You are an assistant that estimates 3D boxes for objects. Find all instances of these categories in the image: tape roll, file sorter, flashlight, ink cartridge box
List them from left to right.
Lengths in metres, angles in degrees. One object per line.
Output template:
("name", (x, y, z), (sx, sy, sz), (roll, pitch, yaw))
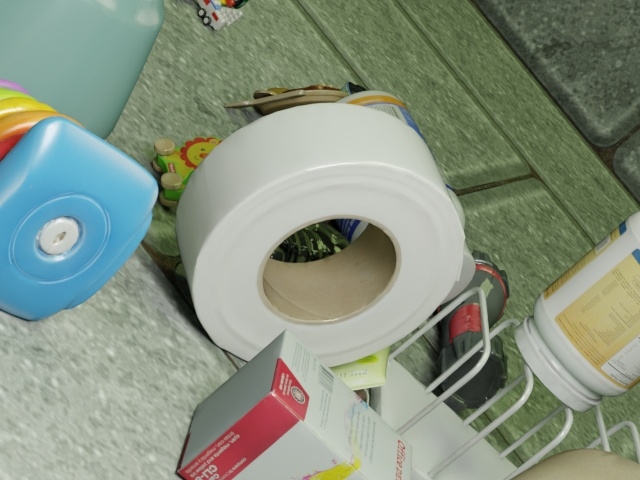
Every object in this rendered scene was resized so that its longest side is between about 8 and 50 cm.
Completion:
("ink cartridge box", (-0.018, 0.201, 1.675), (0.176, 0.127, 0.128), (43, 20, -13))
("tape roll", (0.000, 0.000, 1.851), (0.286, 0.286, 0.100), (32, 25, -37))
("flashlight", (0.193, 0.108, 2.288), (0.304, 0.103, 0.103), (-84, 164, -71))
("file sorter", (0.211, 0.215, 2.057), (0.277, 0.173, 0.193), (41, 21, -18))

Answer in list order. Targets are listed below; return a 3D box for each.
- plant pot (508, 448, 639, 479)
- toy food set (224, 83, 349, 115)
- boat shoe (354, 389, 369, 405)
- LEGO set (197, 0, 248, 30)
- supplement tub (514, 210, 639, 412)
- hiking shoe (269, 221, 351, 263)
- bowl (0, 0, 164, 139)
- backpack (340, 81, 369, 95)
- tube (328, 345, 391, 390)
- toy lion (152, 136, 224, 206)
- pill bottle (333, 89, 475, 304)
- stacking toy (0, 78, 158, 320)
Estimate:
("plant pot", (0.187, 0.348, 1.725), (0.274, 0.256, 0.256), (-8, 58, -46))
("toy food set", (-0.028, -0.188, 2.374), (0.192, 0.132, 0.039), (6, 77, -61))
("boat shoe", (0.035, 0.185, 1.946), (0.035, 0.035, 0.100), (46, 20, -7))
("LEGO set", (-0.185, -0.386, 2.502), (0.244, 0.060, 0.182), (39, 26, -24))
("supplement tub", (0.324, 0.079, 1.991), (0.144, 0.199, 0.144), (40, 21, -19))
("hiking shoe", (-0.046, 0.017, 2.043), (0.227, 0.086, 0.114), (34, 32, -13))
("bowl", (-0.284, -0.271, 1.939), (0.311, 0.163, 0.311), (42, 21, -19))
("backpack", (0.055, -0.155, 2.528), (0.114, 0.084, 0.105), (37, 22, -41))
("tube", (0.043, 0.124, 2.018), (0.062, 0.070, 0.240), (36, 19, -2))
("toy lion", (-0.134, -0.080, 2.011), (0.096, 0.034, 0.100), (-1, 40, -13))
("pill bottle", (0.091, -0.047, 2.313), (0.152, 0.152, 0.272), (24, 32, -48))
("stacking toy", (-0.294, -0.083, 1.643), (0.166, 0.175, 0.302), (36, 9, -48))
